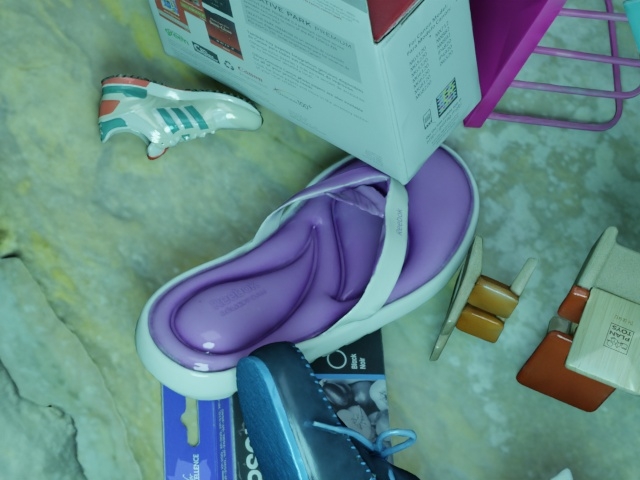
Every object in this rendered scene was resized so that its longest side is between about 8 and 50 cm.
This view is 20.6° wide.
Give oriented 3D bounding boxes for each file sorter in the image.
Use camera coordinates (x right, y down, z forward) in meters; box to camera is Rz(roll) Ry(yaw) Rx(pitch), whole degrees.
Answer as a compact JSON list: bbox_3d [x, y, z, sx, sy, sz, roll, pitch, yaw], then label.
[{"bbox_3d":[0.261,-0.260,1.728,0.182,0.291,0.202,4,65,-14],"label":"file sorter"}]

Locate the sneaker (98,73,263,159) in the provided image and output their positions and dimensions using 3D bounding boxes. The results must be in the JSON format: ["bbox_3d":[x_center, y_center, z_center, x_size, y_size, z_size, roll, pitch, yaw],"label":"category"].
[{"bbox_3d":[-0.138,-0.110,1.707,0.161,0.057,0.075,11,80,-9],"label":"sneaker"}]

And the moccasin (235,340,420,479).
[{"bbox_3d":[0.034,0.231,1.507,0.116,0.137,0.342,-27,106,-16],"label":"moccasin"}]

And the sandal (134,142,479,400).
[{"bbox_3d":[0.012,0.009,1.610,0.169,0.102,0.416,38,52,18],"label":"sandal"}]

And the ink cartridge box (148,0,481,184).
[{"bbox_3d":[-0.021,-0.235,1.608,0.309,0.272,0.130,31,66,27],"label":"ink cartridge box"}]

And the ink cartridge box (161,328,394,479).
[{"bbox_3d":[-0.040,0.157,1.603,0.208,0.045,0.206,0,66,-11],"label":"ink cartridge box"}]

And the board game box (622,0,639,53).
[{"bbox_3d":[0.446,-0.102,1.577,0.253,0.079,0.336,-23,99,-14],"label":"board game box"}]

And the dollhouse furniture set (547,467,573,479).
[{"bbox_3d":[0.287,0.274,1.395,0.303,0.198,0.286,-17,58,-30],"label":"dollhouse furniture set"}]

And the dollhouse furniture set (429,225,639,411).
[{"bbox_3d":[0.238,0.101,1.567,0.262,0.259,0.135,22,68,3],"label":"dollhouse furniture set"}]
